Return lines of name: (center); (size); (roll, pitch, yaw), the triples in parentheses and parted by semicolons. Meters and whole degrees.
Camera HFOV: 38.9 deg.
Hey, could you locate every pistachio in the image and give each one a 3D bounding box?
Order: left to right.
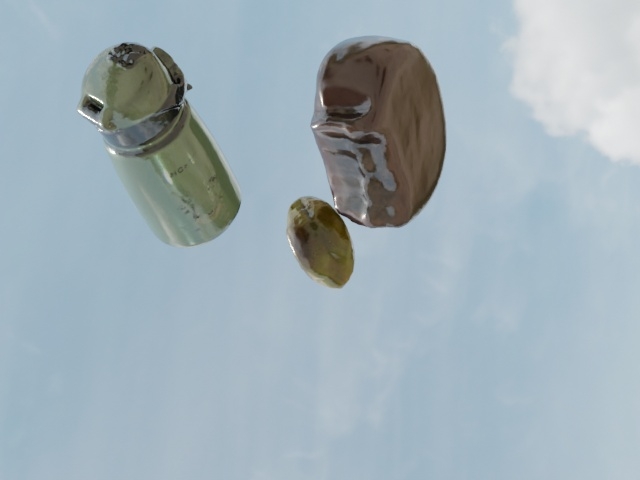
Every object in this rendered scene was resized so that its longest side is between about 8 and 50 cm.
pistachio: (0.003, 0.000, 1.688); (0.100, 0.110, 0.189); (-6, -106, -62)

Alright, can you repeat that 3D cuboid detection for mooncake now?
mooncake: (0.102, -0.188, 1.635); (0.326, 0.174, 0.334); (31, -111, -59)

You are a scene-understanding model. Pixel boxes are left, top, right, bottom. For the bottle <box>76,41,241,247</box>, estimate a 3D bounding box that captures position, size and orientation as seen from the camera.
bottle: (-0.245, -0.146, 1.387); (0.347, 0.168, 0.168); (68, -148, -51)
